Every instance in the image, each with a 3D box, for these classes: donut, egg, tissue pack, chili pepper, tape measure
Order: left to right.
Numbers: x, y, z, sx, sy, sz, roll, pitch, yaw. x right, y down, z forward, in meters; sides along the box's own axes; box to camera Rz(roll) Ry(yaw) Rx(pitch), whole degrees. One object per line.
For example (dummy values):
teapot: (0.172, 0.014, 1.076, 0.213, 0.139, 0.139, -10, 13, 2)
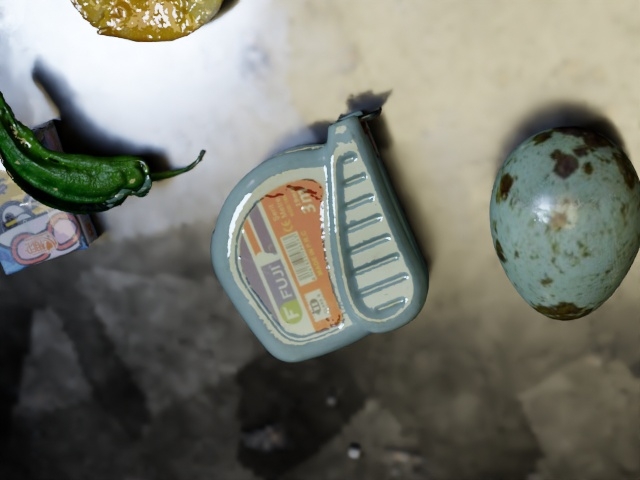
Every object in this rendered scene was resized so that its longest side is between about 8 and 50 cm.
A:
tissue pack: (-0.349, -0.050, 1.634, 0.116, 0.065, 0.155, -18, 102, 12)
chili pepper: (-0.282, -0.091, 1.573, 0.279, 0.065, 0.122, 20, 85, -25)
donut: (-0.191, -0.311, 1.530, 0.190, 0.074, 0.174, -7, 108, 8)
tape measure: (0.001, 0.000, 1.567, 0.246, 0.125, 0.243, -21, 95, 11)
egg: (0.270, -0.015, 1.499, 0.169, 0.169, 0.231, 0, 119, 9)
